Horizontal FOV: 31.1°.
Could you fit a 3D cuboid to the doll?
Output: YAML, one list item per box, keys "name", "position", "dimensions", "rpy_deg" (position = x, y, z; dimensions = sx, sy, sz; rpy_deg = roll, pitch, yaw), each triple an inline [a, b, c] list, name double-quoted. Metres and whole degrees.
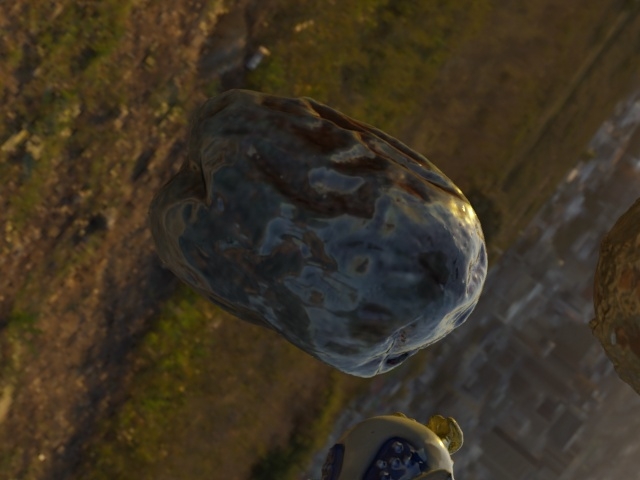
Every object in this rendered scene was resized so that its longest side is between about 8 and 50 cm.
- name: "doll"
  position: [0.021, 0.207, 0.844]
  dimensions: [0.293, 0.138, 0.119]
  rpy_deg: [-38, 115, -55]

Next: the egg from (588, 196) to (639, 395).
- name: "egg"
  position: [0.322, 0.039, 0.852]
  dimensions: [0.203, 0.245, 0.203]
  rpy_deg: [-7, 90, -78]

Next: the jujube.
- name: "jujube"
  position: [0.004, -0.008, 1.049]
  dimensions: [0.215, 0.308, 0.246]
  rpy_deg: [-61, 180, -5]
